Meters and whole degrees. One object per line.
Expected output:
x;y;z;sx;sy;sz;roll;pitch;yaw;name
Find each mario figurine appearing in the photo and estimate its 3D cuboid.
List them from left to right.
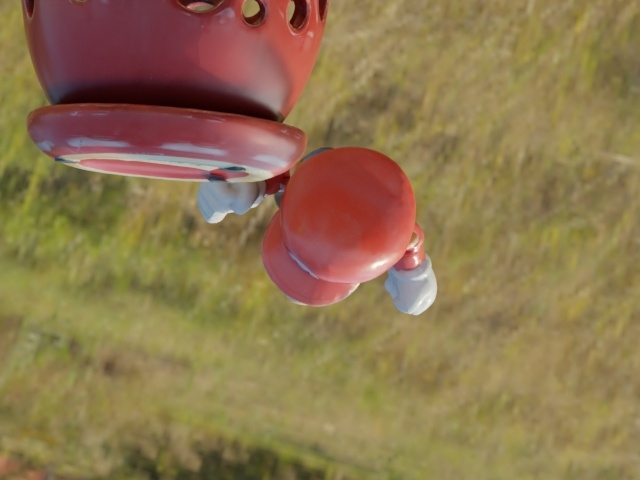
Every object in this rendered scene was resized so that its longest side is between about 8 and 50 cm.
0.000;0.000;1.454;0.198;0.170;0.320;-7;-174;4;mario figurine

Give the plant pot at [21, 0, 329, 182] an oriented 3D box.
-0.090;-0.127;0.975;0.191;0.174;0.191;4;178;0;plant pot
